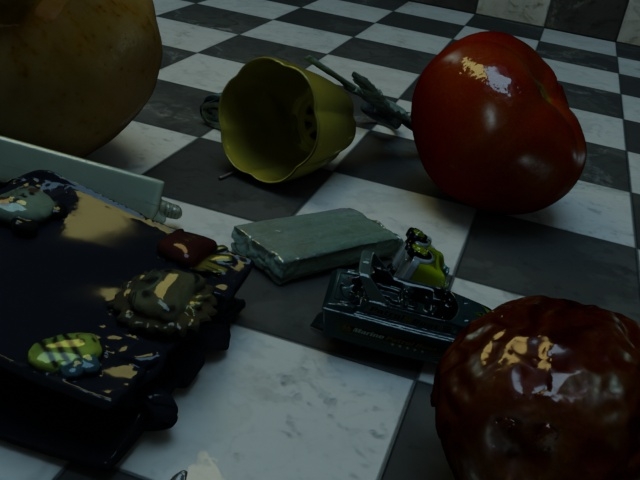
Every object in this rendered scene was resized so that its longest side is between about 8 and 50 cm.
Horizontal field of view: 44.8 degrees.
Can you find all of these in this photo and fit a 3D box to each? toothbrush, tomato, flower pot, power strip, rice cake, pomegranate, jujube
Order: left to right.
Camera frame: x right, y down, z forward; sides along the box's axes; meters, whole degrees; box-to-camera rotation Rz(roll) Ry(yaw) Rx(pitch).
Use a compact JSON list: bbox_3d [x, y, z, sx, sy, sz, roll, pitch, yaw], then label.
[{"bbox_3d":[-0.430,-0.291,1.105,0.411,0.411,0.411,7,27,-4],"label":"pomegranate"},{"bbox_3d":[-0.338,-0.084,0.993,0.338,0.058,0.098,16,-3,-19],"label":"power strip"},{"bbox_3d":[-0.134,-0.115,1.255,0.006,0.008,0.097,8,25,30],"label":"toothbrush"},{"bbox_3d":[-0.039,-0.192,1.260,0.195,0.195,0.179,24,18,27],"label":"flower pot"},{"bbox_3d":[0.000,0.000,1.044,0.211,0.038,0.124,-15,35,-39],"label":"rice cake"},{"bbox_3d":[0.270,-0.173,1.230,0.298,0.226,0.298,34,40,-35],"label":"tomato"},{"bbox_3d":[0.202,0.142,0.684,0.197,0.197,0.290,21,15,22],"label":"jujube"}]

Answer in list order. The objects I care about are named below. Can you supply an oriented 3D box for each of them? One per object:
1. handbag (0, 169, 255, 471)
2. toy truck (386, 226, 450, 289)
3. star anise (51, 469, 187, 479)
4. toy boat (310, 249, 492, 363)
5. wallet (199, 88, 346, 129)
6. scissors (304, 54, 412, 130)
[{"bbox_3d":[-0.252,0.059,0.775,0.329,0.122,0.303,17,28,12],"label":"handbag"},{"bbox_3d":[0.129,0.035,0.987,0.077,0.076,0.111,26,25,-4],"label":"toy truck"},{"bbox_3d":[-0.139,0.245,0.488,0.230,0.081,0.262,-4,19,-24],"label":"star anise"},{"bbox_3d":[0.116,0.084,0.855,0.246,0.103,0.093,14,27,3],"label":"toy boat"},{"bbox_3d":[-0.079,-0.253,1.472,0.176,0.075,0.250,19,29,30],"label":"wallet"},{"bbox_3d":[0.106,-0.239,1.363,0.256,0.029,0.383,29,5,34],"label":"scissors"}]
